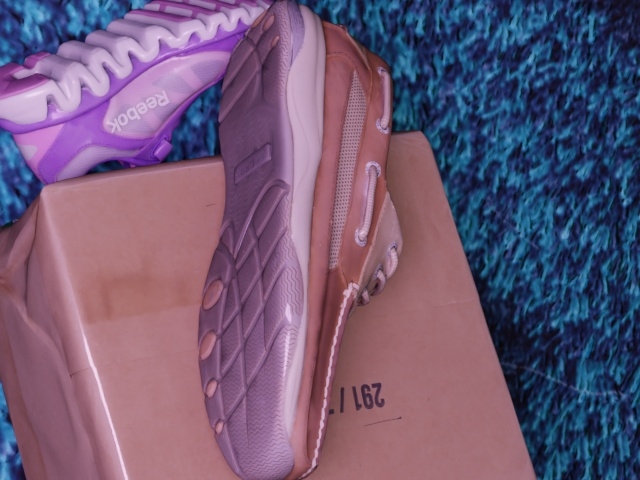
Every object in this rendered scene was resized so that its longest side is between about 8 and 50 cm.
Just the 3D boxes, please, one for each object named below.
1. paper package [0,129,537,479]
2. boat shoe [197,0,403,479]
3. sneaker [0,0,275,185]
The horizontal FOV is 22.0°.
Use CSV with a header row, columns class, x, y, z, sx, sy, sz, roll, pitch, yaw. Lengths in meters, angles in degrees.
class,x,y,z,sx,sy,sz,roll,pitch,yaw
paper package,-0.047,0.093,1.178,0.325,0.168,0.309,-12,81,-32
boat shoe,0.000,0.000,1.066,0.116,0.123,0.324,15,69,-28
sneaker,-0.127,-0.108,1.201,0.236,0.095,0.104,-27,115,-23
